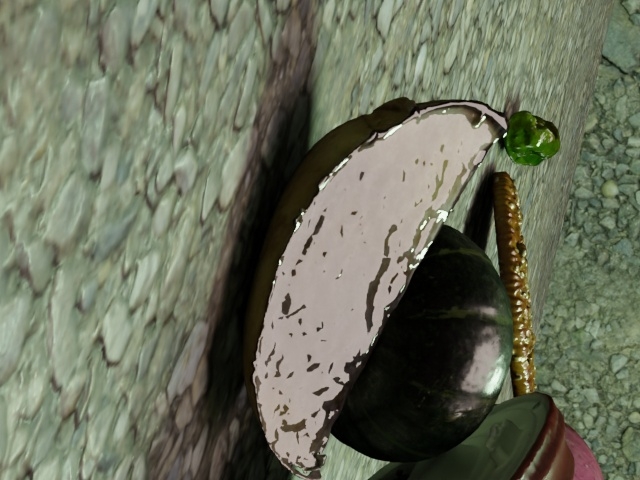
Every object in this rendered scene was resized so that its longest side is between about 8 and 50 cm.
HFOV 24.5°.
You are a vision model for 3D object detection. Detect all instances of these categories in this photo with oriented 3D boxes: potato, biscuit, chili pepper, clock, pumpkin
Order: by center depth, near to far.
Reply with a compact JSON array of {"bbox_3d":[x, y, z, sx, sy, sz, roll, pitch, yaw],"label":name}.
[{"bbox_3d":[-0.002,0.002,0.922,0.120,0.100,0.261,38,78,-37],"label":"potato"},{"bbox_3d":[0.054,0.067,1.003,0.125,0.167,0.167,32,73,-59],"label":"pumpkin"},{"bbox_3d":[0.045,0.217,1.045,0.318,0.080,0.318,-41,-177,3],"label":"clock"},{"bbox_3d":[0.252,0.061,1.902,0.305,0.038,0.305,-5,90,-83],"label":"biscuit"},{"bbox_3d":[0.284,-0.134,1.961,0.204,0.072,0.073,-12,114,-75],"label":"chili pepper"}]

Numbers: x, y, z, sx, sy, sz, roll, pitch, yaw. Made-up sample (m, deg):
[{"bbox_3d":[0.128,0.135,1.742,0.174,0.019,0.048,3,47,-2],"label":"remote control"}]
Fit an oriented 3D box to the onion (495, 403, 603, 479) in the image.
[{"bbox_3d":[0.240,0.397,1.854,0.358,0.345,0.358,-34,143,-31],"label":"onion"}]
